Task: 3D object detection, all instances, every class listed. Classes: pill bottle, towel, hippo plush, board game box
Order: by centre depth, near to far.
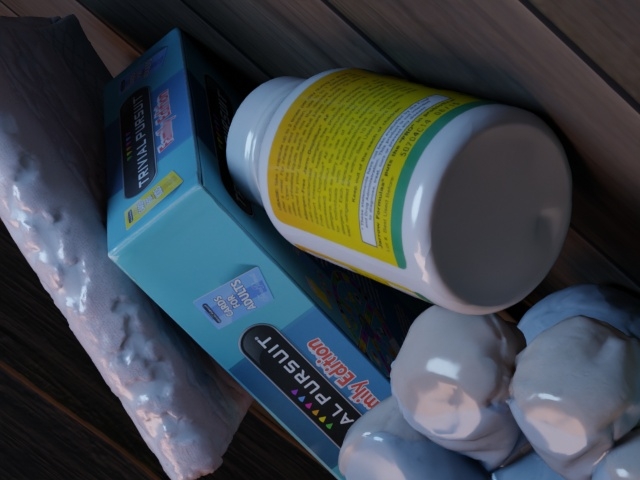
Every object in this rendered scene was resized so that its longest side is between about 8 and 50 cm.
[{"bbox_3d":[0.037,-0.037,0.977,0.208,0.118,0.117,21,161,51],"label":"pill bottle"},{"bbox_3d":[0.188,0.134,1.012,0.234,0.236,0.294,-35,87,44],"label":"hippo plush"},{"bbox_3d":[-0.143,-0.015,1.174,0.332,0.053,0.317,57,-169,-4],"label":"towel"},{"bbox_3d":[-0.015,0.036,1.183,0.336,0.079,0.254,47,-166,-27],"label":"board game box"}]

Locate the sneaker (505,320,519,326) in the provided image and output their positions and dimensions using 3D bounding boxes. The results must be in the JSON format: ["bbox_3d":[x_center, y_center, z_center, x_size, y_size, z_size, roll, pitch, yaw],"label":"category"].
[{"bbox_3d":[0.190,0.153,1.287,0.232,0.115,0.090,37,168,-3],"label":"sneaker"}]
